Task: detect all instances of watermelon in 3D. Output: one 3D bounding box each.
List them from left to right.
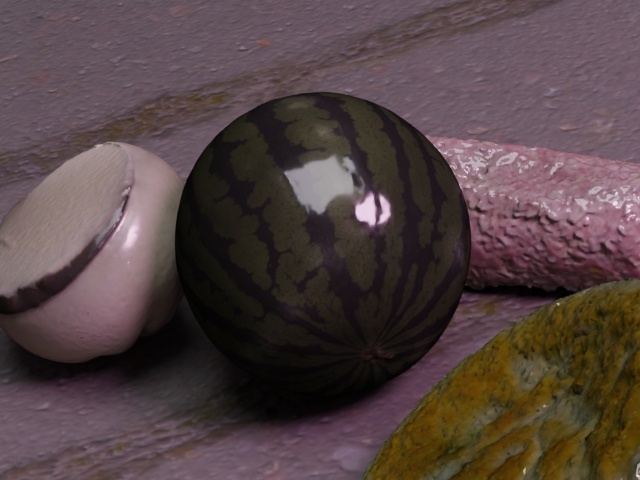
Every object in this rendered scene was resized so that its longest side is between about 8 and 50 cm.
[{"bbox_3d":[0.000,0.000,1.354,0.212,0.212,0.212,-6,36,5],"label":"watermelon"}]

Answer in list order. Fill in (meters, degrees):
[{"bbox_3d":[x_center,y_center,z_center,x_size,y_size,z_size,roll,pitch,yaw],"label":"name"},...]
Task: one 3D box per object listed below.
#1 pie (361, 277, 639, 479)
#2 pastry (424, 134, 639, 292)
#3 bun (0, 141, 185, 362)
[{"bbox_3d":[0.114,0.150,1.131,0.323,0.070,0.323,-46,19,21],"label":"pie"},{"bbox_3d":[0.172,-0.016,1.433,0.265,0.103,0.112,-1,44,14],"label":"pastry"},{"bbox_3d":[-0.157,0.018,1.439,0.173,0.120,0.173,-33,31,23],"label":"bun"}]
